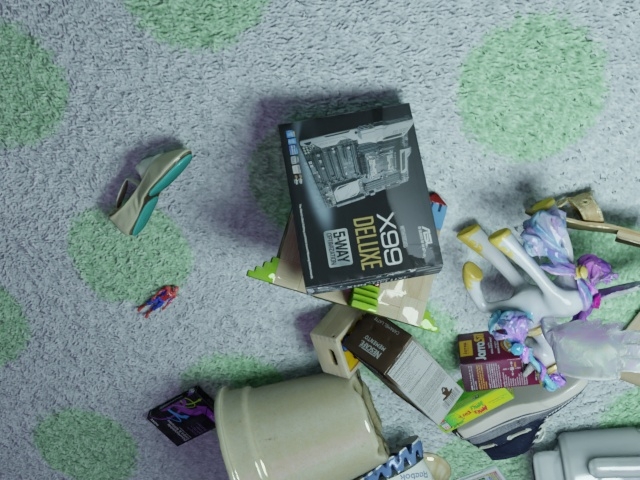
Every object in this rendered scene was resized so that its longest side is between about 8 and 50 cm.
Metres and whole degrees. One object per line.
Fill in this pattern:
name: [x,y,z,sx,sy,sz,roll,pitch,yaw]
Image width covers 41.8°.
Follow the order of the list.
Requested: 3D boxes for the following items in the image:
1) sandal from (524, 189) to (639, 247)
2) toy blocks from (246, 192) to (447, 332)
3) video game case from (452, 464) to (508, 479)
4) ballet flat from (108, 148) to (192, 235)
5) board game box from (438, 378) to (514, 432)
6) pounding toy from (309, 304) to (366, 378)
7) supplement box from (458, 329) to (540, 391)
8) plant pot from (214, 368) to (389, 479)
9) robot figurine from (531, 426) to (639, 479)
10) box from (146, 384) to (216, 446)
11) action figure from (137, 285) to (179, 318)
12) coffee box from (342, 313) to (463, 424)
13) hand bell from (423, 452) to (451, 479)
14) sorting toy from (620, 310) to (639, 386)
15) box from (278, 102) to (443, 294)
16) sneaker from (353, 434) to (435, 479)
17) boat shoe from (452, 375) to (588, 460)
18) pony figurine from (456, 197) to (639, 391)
sandal: [0.518,-0.055,1.597,0.239,0.088,0.079,17,88,13]
toy blocks: [0.078,-0.003,1.584,0.381,0.191,0.261,17,85,-6]
video game case: [0.408,0.632,2.078,0.143,0.019,0.157,-27,115,21]
ballet flat: [-0.342,-0.109,1.642,0.086,0.086,0.248,32,121,-15]
board game box: [0.336,0.344,1.854,0.181,0.092,0.043,-34,113,24]
pounding toy: [0.069,0.219,1.778,0.100,0.130,0.141,9,130,38]
supplement box: [0.391,0.250,1.781,0.188,0.104,0.081,-8,121,11]
plant pot: [-0.025,0.428,1.836,0.305,0.334,0.334,-21,119,6]
robot figurine: [0.657,0.522,1.874,0.353,0.200,0.300,-8,160,11]
box: [-0.319,0.423,2.009,0.162,0.029,0.116,-30,115,24]
action figure: [-0.349,0.131,1.824,0.115,0.030,0.038,-36,108,23]
coffee box: [0.174,0.263,1.737,0.098,0.141,0.246,-51,131,-9]
hand bell: [0.248,0.631,1.960,0.126,0.242,0.126,3,124,4]
sorting toy: [0.718,0.236,1.784,0.192,0.038,0.208,21,127,-8]
box: [0.068,-0.073,1.484,0.242,0.308,0.076,-9,165,0]
sneaker: [0.141,0.593,1.859,0.315,0.127,0.182,-31,84,-16]
boat shoe: [0.466,0.375,1.857,0.340,0.127,0.158,-30,122,31]
pony figurine: [0.449,0.111,1.564,0.351,0.303,0.364,-23,104,46]
